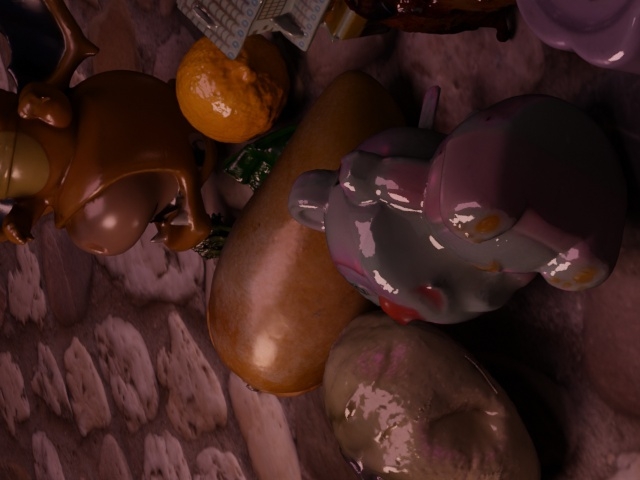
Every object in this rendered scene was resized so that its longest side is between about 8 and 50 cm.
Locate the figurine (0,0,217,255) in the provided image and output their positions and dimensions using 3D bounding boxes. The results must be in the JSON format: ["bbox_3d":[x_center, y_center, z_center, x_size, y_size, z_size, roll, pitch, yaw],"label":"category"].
[{"bbox_3d":[-0.336,-0.148,1.941,0.268,0.387,0.400,-141,56,-62],"label":"figurine"}]

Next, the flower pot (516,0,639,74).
[{"bbox_3d":[0.266,-0.228,1.007,0.265,0.243,0.265,29,123,57],"label":"flower pot"}]

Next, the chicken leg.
[{"bbox_3d":[0.135,-0.235,1.333,0.322,0.177,0.083,-7,58,61],"label":"chicken leg"}]

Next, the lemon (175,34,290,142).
[{"bbox_3d":[-0.108,-0.189,1.807,0.187,0.142,0.142,120,133,-73],"label":"lemon"}]

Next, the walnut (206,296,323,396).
[{"bbox_3d":[-0.059,0.102,1.824,0.206,0.159,0.159,52,143,31],"label":"walnut"}]

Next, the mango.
[{"bbox_3d":[0.000,0.000,1.616,0.221,0.199,0.384,-76,6,-74],"label":"mango"}]

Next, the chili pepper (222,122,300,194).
[{"bbox_3d":[-0.044,-0.092,1.816,0.108,0.062,0.216,45,148,-9],"label":"chili pepper"}]

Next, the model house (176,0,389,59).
[{"bbox_3d":[-0.025,-0.325,1.520,0.198,0.215,0.224,64,149,21],"label":"model house"}]

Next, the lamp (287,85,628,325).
[{"bbox_3d":[0.134,-0.048,1.384,0.301,0.247,0.247,-25,49,55],"label":"lamp"}]

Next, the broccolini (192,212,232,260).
[{"bbox_3d":[-0.103,-0.012,1.982,0.067,0.058,0.216,48,150,-19],"label":"broccolini"}]

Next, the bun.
[{"bbox_3d":[0.099,0.193,1.505,0.273,0.168,0.273,48,167,15],"label":"bun"}]
